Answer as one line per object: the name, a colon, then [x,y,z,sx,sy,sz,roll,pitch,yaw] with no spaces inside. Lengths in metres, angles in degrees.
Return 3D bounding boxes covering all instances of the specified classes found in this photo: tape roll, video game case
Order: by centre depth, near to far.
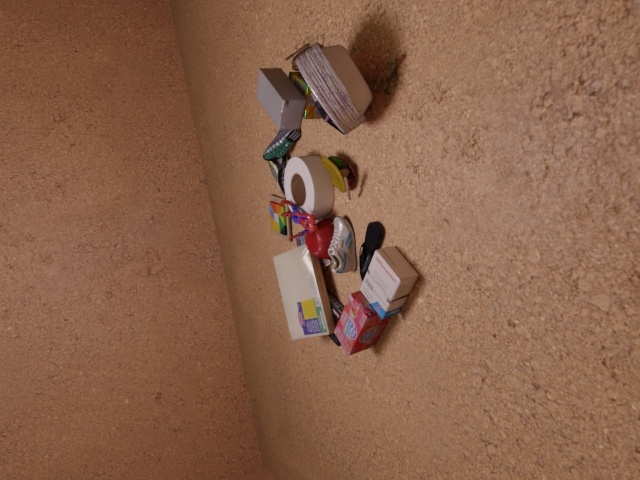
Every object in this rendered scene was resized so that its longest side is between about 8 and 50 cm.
tape roll: [-0.055,-0.222,1.762,0.286,0.100,0.286,32,128,53]
video game case: [-0.037,0.040,1.911,0.285,0.025,0.204,-30,74,61]

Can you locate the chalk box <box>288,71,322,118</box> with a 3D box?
chalk box: [-0.046,-0.569,1.570,0.213,0.132,0.132,49,141,41]

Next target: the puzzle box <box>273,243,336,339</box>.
puzzle box: [-0.080,0.238,1.863,0.272,0.052,0.409,-21,79,45]

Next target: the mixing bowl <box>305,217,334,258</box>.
mixing bowl: [0.000,0.000,1.715,0.181,0.098,0.181,13,107,49]

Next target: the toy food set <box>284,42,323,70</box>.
toy food set: [-0.057,-0.700,1.569,0.038,0.132,0.192,55,-179,-37]

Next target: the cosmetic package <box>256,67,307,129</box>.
cosmetic package: [-0.152,-0.535,1.537,0.238,0.107,0.127,57,146,29]

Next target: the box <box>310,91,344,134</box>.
box: [0.034,-0.453,1.454,0.029,0.162,0.116,-33,67,21]

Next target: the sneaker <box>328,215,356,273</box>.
sneaker: [0.080,0.018,1.613,0.087,0.092,0.229,-2,97,64]

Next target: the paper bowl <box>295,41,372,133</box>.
paper bowl: [0.060,-0.495,1.298,0.148,0.284,0.284,-31,66,15]

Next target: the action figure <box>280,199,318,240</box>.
action figure: [-0.118,-0.085,1.689,0.280,0.139,0.091,32,129,50]

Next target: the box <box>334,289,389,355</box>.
box: [0.159,0.305,1.540,0.123,0.128,0.257,57,145,35]

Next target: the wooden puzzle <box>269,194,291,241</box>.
wooden puzzle: [-0.222,-0.120,2.173,0.238,0.044,0.221,27,124,56]

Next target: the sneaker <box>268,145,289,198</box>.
sneaker: [-0.176,-0.314,1.971,0.121,0.111,0.300,103,148,-67]

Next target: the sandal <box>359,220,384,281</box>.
sandal: [0.171,0.048,1.492,0.097,0.054,0.254,41,135,49]

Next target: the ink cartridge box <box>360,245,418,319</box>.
ink cartridge box: [0.229,0.143,1.388,0.148,0.086,0.203,55,144,36]

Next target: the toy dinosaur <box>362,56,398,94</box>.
toy dinosaur: [0.193,-0.499,1.259,0.183,0.053,0.093,-179,96,-65]

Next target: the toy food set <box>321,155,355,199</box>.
toy food set: [0.083,-0.253,1.538,0.218,0.071,0.128,52,167,43]

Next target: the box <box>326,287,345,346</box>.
box: [0.050,0.340,1.840,0.220,0.051,0.175,42,136,48]

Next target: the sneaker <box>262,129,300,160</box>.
sneaker: [-0.183,-0.459,1.882,0.223,0.083,0.098,-33,55,26]
